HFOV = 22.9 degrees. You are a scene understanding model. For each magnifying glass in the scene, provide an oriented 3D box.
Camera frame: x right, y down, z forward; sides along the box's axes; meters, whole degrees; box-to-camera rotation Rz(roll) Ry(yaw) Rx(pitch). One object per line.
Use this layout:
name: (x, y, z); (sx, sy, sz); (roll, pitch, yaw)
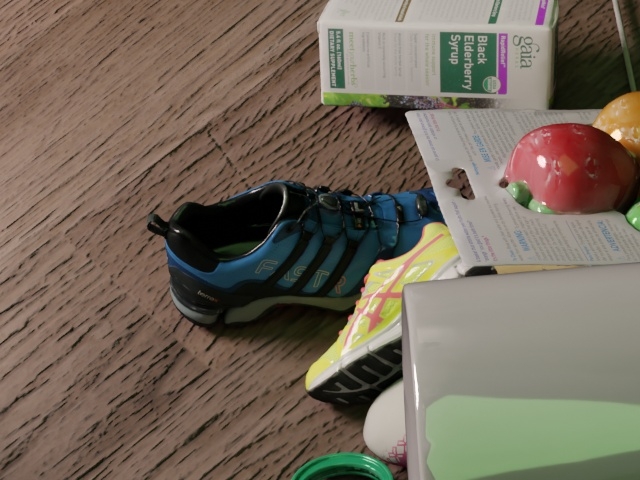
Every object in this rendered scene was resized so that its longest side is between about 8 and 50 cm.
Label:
magnifying glass: (0.028, 0.245, 1.298); (0.092, 0.026, 0.231); (-10, 24, -5)

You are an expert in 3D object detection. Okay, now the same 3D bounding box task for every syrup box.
syrup box: (0.123, -0.194, 1.610); (0.237, 0.093, 0.096); (4, 30, 12)

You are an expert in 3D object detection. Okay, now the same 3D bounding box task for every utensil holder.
utensil holder: (0.255, 0.164, 1.076); (0.385, 0.327, 0.327); (-3, 53, 1)

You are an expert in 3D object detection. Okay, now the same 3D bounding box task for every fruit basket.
fruit basket: (0.271, -0.042, 1.403); (0.353, 0.165, 0.327); (-5, 28, -5)

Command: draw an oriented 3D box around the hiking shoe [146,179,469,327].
hiking shoe: (0.000, 0.000, 1.477); (0.304, 0.132, 0.113); (-14, 53, -2)

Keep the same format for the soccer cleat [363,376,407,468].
soccer cleat: (0.171, 0.103, 1.318); (0.331, 0.143, 0.116); (-14, 40, 25)

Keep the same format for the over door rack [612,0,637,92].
over door rack: (0.317, -0.290, 1.580); (0.108, 0.239, 0.324); (1, 53, 16)

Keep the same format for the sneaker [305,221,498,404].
sneaker: (0.063, 0.066, 1.424); (0.208, 0.081, 0.094); (-41, 52, 13)

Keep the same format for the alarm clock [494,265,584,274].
alarm clock: (0.173, 0.057, 1.449); (0.192, 0.064, 0.129); (-8, 57, 5)
